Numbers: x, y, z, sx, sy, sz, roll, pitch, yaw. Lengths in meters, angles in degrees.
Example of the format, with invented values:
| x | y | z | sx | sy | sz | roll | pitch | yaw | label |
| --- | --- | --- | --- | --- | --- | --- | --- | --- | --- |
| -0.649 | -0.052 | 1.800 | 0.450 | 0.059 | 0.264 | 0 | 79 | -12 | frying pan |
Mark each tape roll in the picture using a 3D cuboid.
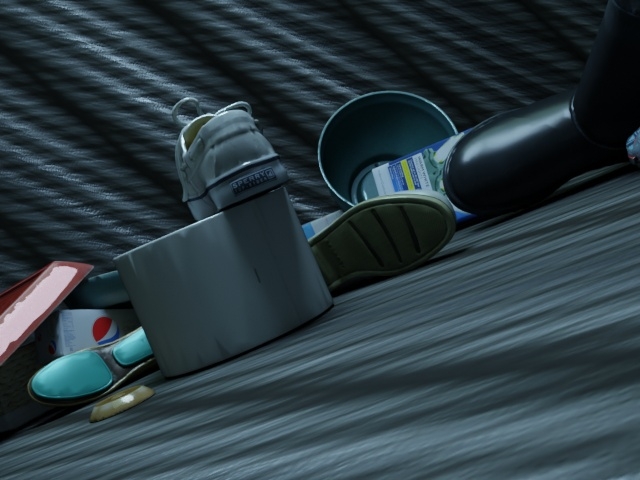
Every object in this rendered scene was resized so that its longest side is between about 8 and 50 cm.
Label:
| x | y | z | sx | sy | sz | roll | pitch | yaw | label |
| --- | --- | --- | --- | --- | --- | --- | --- | --- | --- |
| -0.125 | 0.053 | 1.313 | 0.246 | 0.169 | 0.246 | -22 | 3 | 1 | tape roll |

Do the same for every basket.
| x | y | z | sx | sy | sz | roll | pitch | yaw | label |
| --- | --- | --- | --- | --- | --- | --- | --- | --- | --- |
| -0.430 | 0.207 | 1.504 | 0.167 | 0.103 | 0.113 | -26 | 3 | -40 | basket |

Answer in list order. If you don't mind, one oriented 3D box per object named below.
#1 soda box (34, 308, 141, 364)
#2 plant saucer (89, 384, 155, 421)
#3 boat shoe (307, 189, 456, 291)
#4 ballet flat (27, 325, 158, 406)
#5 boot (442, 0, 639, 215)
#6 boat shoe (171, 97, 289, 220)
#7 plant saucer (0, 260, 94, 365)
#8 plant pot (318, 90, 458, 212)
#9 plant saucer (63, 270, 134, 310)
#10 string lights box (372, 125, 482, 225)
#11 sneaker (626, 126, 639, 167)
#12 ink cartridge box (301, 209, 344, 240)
| x | y | z | sx | sy | sz | roll | pitch | yaw | label |
| --- | --- | --- | --- | --- | --- | --- | --- | --- | --- |
| -0.314 | 0.142 | 1.503 | 0.074 | 0.069 | 0.216 | -21 | -17 | 41 | soda box |
| -0.237 | 0.190 | 1.187 | 0.083 | 0.015 | 0.083 | -23 | 3 | 1 | plant saucer |
| 0.065 | -0.001 | 1.401 | 0.302 | 0.113 | 0.103 | -22 | 8 | 34 | boat shoe |
| -0.298 | 0.185 | 1.415 | 0.232 | 0.080 | 0.073 | -22 | -26 | -28 | ballet flat |
| 0.354 | -0.194 | 1.304 | 0.367 | 0.146 | 0.445 | -23 | -12 | -7 | boot |
| -0.138 | -0.120 | 1.342 | 0.136 | 0.156 | 0.367 | -23 | 3 | -7 | boat shoe |
| -0.479 | 0.135 | 1.459 | 0.259 | 0.047 | 0.258 | -24 | 22 | 43 | plant saucer |
| 0.146 | -0.142 | 2.132 | 0.293 | 0.293 | 0.196 | -23 | -24 | -7 | plant pot |
| -0.242 | 0.088 | 1.577 | 0.318 | 0.043 | 0.317 | -9 | -13 | -2 | plant saucer |
| 0.224 | -0.097 | 1.619 | 0.260 | 0.133 | 0.077 | -22 | -11 | 31 | string lights box |
| 0.480 | -0.161 | 1.218 | 0.262 | 0.104 | 0.125 | -23 | 1 | -15 | sneaker |
| 0.000 | 0.000 | 2.121 | 0.143 | 0.090 | 0.092 | -24 | 3 | -39 | ink cartridge box |
